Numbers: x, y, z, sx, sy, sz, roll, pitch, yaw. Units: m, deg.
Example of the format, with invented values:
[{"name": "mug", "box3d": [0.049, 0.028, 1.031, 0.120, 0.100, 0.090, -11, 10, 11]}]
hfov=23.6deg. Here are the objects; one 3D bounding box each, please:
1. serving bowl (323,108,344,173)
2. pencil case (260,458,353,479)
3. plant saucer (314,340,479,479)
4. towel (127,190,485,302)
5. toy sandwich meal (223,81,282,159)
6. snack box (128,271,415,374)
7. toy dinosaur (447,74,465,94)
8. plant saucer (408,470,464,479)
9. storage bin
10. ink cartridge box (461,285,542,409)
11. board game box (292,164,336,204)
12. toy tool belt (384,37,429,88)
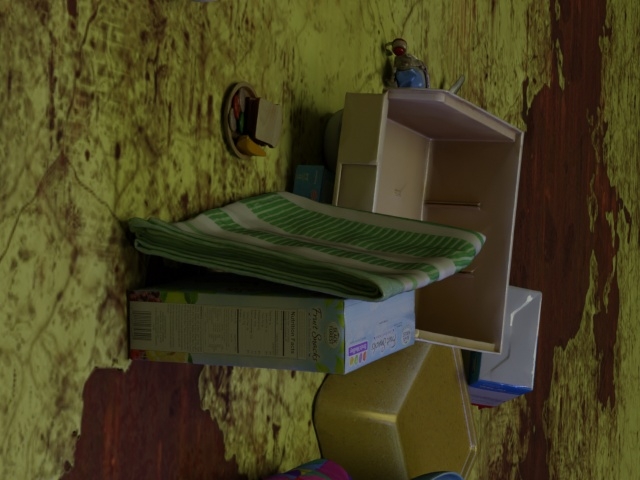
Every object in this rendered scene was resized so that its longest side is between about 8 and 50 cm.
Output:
[{"name": "serving bowl", "box3d": [0.023, -0.109, 1.733, 0.083, 0.027, 0.083, 1, 90, -67]}, {"name": "pencil case", "box3d": [-0.044, 0.273, 1.506, 0.236, 0.104, 0.105, 6, 85, -67]}, {"name": "plant saucer", "box3d": [0.113, 0.237, 1.886, 0.333, 0.081, 0.333, -58, 141, -52]}, {"name": "towel", "box3d": [0.000, 0.000, 1.417, 0.325, 0.247, 0.038, -13, 113, -67]}, {"name": "toy sandwich meal", "box3d": [-0.067, -0.118, 1.522, 0.085, 0.029, 0.086, 1, 90, -67]}, {"name": "snack box", "box3d": [-0.040, 0.070, 1.368, 0.174, 0.207, 0.070, -11, 101, -66]}, {"name": "toy dinosaur", "box3d": [0.167, -0.100, 2.033, 0.118, 0.064, 0.268, 23, 67, -72]}, {"name": "plant saucer", "box3d": [0.064, 0.391, 1.695, 0.317, 0.043, 0.318, -43, 147, -38]}, {"name": "storage bin", "box3d": [0.113, -0.018, 1.689, 0.260, 0.123, 0.262, 16, 80, -62]}, {"name": "ink cartridge box", "box3d": [0.220, 0.147, 2.059, 0.231, 0.078, 0.134, 130, -31, -72]}, {"name": "board game box", "box3d": [0.024, 0.019, 1.701, 0.211, 0.039, 0.160, 25, 72, -60]}, {"name": "toy tool belt", "box3d": [0.105, -0.203, 1.893, 0.083, 0.052, 0.051, 64, 26, -45]}]
